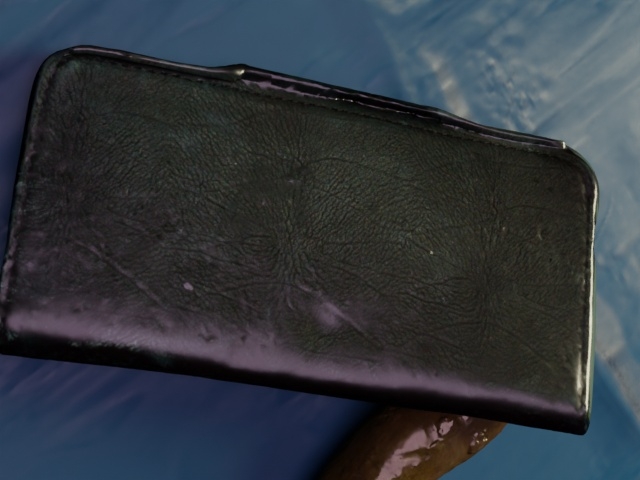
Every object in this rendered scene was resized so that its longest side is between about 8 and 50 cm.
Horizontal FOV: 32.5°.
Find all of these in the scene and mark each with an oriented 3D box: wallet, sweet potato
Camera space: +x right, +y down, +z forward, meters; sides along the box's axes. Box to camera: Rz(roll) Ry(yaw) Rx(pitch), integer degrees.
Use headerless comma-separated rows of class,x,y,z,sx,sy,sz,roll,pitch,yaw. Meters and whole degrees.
wallet,0.000,0.000,0.584,0.318,0.045,0.172,9,78,-14
sweet potato,0.008,0.172,0.617,0.067,0.059,0.281,43,80,-9
